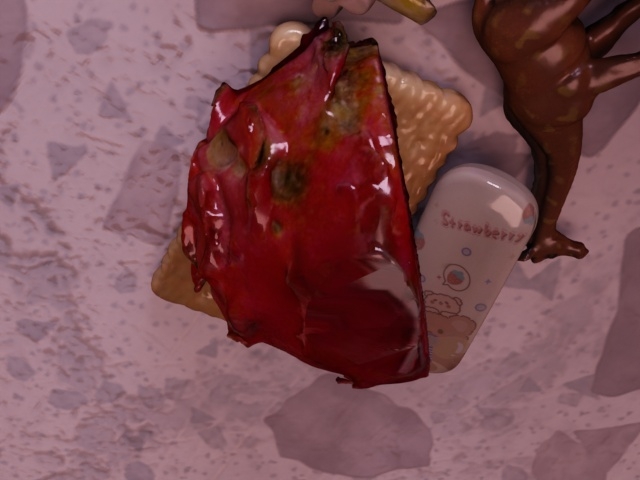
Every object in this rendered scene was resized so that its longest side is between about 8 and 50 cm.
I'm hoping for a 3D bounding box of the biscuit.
[{"bbox_3d":[-0.012,-0.029,0.648,0.160,0.030,0.250,19,121,-18],"label":"biscuit"}]

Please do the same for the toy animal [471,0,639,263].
[{"bbox_3d":[0.174,-0.092,0.600,0.224,0.066,0.229,35,127,-21],"label":"toy animal"}]

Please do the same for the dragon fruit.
[{"bbox_3d":[0.000,0.000,0.567,0.162,0.189,0.262,-21,121,-20],"label":"dragon fruit"}]

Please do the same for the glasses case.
[{"bbox_3d":[0.099,0.028,0.670,0.081,0.051,0.204,26,132,10],"label":"glasses case"}]

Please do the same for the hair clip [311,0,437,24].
[{"bbox_3d":[-0.023,-0.183,0.526,0.213,0.056,0.062,19,154,-18],"label":"hair clip"}]
